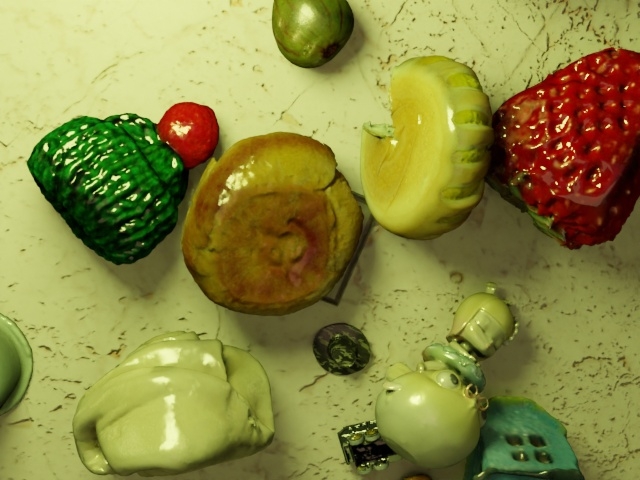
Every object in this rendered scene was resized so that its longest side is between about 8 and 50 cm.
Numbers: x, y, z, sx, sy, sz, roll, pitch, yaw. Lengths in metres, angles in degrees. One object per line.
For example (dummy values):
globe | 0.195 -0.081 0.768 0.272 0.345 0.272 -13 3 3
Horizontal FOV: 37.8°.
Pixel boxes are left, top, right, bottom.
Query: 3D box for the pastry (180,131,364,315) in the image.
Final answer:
pastry | -0.089 -0.026 1.718 0.356 0.164 0.355 -8 110 -22

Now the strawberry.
strawberry | 0.476 -0.184 1.702 0.345 0.317 0.295 -48 138 2

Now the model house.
model house | 0.382 0.462 1.836 0.216 0.303 0.237 5 113 2

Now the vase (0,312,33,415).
vase | -0.678 0.276 1.709 0.245 0.291 0.245 -1 105 -3

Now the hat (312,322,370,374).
hat | 0.042 0.225 1.874 0.121 0.050 0.121 0 102 -1

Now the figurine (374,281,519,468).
figurine | 0.240 0.243 1.816 0.226 0.275 0.394 50 65 -28

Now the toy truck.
toy truck | 0.136 0.407 1.905 0.192 0.092 0.083 -15 103 7

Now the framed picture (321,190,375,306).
framed picture | 0.000 0.000 1.840 0.173 0.010 0.231 22 100 -9

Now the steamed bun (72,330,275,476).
steamed bun | -0.266 0.297 1.740 0.343 0.368 0.255 -13 79 36

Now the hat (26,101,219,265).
hat | -0.333 -0.141 1.701 0.332 0.242 0.274 -42 120 -19

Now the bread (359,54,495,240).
bread | 0.201 -0.157 1.683 0.160 0.333 0.333 1 104 -30

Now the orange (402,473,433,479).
orange | 0.204 0.527 1.950 0.086 0.062 0.086 -1 101 -6

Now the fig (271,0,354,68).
fig | -0.046 -0.441 1.701 0.151 0.151 0.259 -33 76 3
